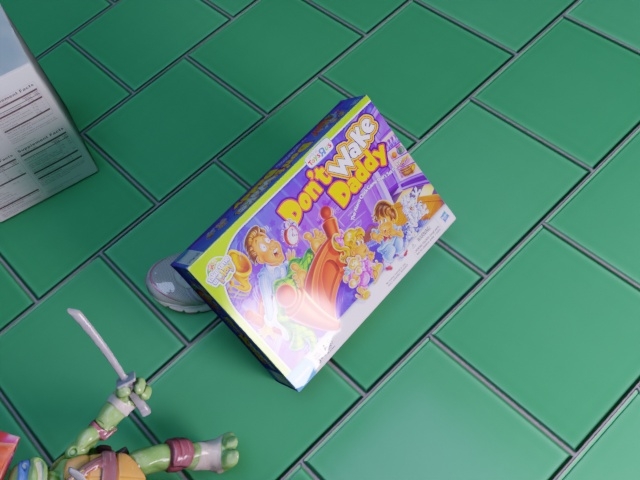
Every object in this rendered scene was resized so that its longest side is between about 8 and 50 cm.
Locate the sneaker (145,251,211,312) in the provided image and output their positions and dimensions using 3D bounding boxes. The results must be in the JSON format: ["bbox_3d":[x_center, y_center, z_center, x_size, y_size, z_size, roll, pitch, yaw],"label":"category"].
[{"bbox_3d":[-0.145,0.032,1.166,0.252,0.111,0.103,-11,56,5],"label":"sneaker"}]

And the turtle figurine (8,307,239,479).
[{"bbox_3d":[-0.209,0.265,0.922,0.275,0.266,0.198,-65,33,14],"label":"turtle figurine"}]

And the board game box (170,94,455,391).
[{"bbox_3d":[0.000,0.000,1.088,0.347,0.233,0.078,-46,21,-18],"label":"board game box"}]

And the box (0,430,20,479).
[{"bbox_3d":[-0.463,0.298,0.959,0.128,0.257,0.123,24,59,-14],"label":"box"}]

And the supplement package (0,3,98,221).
[{"bbox_3d":[-0.543,-0.213,1.315,0.198,0.263,0.199,-30,56,-8],"label":"supplement package"}]
